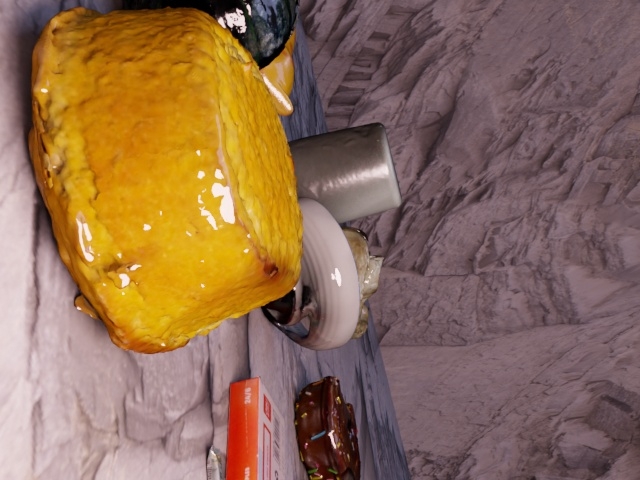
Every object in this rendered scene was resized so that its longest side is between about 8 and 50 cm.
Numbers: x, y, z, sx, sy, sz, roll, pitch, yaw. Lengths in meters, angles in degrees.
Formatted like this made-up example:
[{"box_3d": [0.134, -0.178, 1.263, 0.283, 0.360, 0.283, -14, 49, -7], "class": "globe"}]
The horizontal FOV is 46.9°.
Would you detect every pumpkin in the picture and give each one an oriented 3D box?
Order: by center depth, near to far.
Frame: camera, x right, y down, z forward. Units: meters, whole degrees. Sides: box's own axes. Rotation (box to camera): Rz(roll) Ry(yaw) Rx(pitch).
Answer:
[{"box_3d": [-0.144, -0.319, 0.993, 0.163, 0.233, 0.233, 84, -1, -57], "class": "pumpkin"}]

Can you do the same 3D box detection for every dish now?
[{"box_3d": [-0.062, 0.071, 1.268, 0.273, 0.133, 0.273, 33, -50, 50], "class": "dish"}]

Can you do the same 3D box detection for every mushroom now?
[{"box_3d": [0.035, 0.114, 1.721, 0.164, 0.189, 0.267, -65, 168, -54], "class": "mushroom"}]

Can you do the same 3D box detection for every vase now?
[{"box_3d": [0.007, -0.129, 1.503, 0.245, 0.291, 0.245, -15, 90, -81], "class": "vase"}]

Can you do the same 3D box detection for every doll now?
[{"box_3d": [-0.126, -0.339, 1.376, 0.270, 0.166, 0.162, -87, 161, -52], "class": "doll"}]

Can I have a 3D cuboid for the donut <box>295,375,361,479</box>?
[{"box_3d": [0.016, 0.387, 1.442, 0.230, 0.095, 0.216, 62, 20, -62], "class": "donut"}]

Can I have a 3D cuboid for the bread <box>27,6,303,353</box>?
[{"box_3d": [-0.135, -0.060, 0.742, 0.358, 0.204, 0.337, 38, 45, -80], "class": "bread"}]

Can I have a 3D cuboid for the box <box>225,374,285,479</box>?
[{"box_3d": [-0.087, 0.315, 1.009, 0.229, 0.050, 0.123, -94, 166, -45], "class": "box"}]

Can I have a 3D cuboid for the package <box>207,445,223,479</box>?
[{"box_3d": [-0.126, 0.303, 0.886, 0.037, 0.015, 0.110, 74, 9, -61], "class": "package"}]
